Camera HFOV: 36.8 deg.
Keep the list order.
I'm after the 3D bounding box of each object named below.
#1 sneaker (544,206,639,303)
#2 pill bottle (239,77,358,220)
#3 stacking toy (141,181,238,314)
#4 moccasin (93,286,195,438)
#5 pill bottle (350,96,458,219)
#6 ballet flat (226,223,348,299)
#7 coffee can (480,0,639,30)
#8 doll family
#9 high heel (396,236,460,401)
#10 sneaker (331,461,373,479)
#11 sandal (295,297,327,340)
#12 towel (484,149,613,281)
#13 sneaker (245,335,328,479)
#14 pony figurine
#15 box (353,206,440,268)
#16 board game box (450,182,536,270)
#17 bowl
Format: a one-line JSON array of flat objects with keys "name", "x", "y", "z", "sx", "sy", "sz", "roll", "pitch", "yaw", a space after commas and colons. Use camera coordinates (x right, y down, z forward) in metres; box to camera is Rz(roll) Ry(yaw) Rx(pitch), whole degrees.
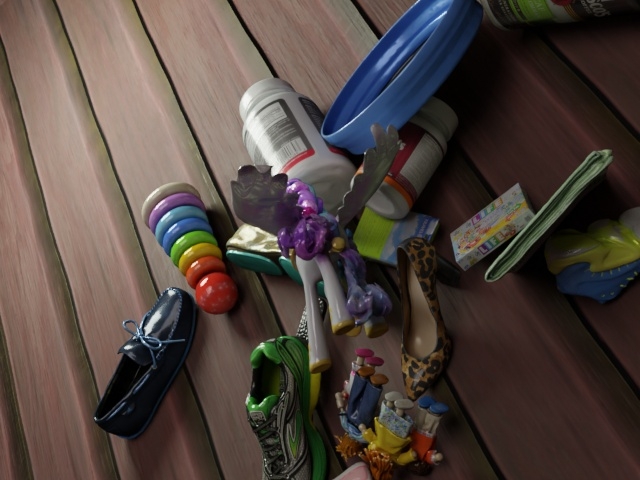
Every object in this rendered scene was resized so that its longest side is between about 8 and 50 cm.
[{"name": "sneaker", "x": 0.470, "y": 0.025, "z": 1.501, "sx": 0.240, "sy": 0.126, "sz": 0.091, "roll": -9, "pitch": 36, "yaw": 6}, {"name": "pill bottle", "x": -0.056, "y": -0.192, "z": 1.973, "sx": 0.176, "sy": 0.176, "sz": 0.318, "roll": -42, "pitch": 48, "yaw": 16}, {"name": "stacking toy", "x": -0.271, "y": 0.025, "z": 2.085, "sx": 0.141, "sy": 0.141, "sz": 0.330, "roll": -44, "pitch": 52, "yaw": 14}, {"name": "moccasin", "x": -0.372, "y": 0.257, "z": 2.056, "sx": 0.137, "sy": 0.117, "sz": 0.342, "roll": 10, "pitch": 76, "yaw": 42}, {"name": "pill bottle", "x": 0.160, "y": -0.157, "z": 1.789, "sx": 0.121, "sy": 0.121, "sz": 0.221, "roll": 15, "pitch": 63, "yaw": 43}, {"name": "ballet flat", "x": -0.049, "y": 0.027, "z": 1.911, "sx": 0.348, "sy": 0.123, "sz": 0.123, "roll": 17, "pitch": 80, "yaw": 43}, {"name": "coffee can", "x": 0.441, "y": -0.482, "z": 1.685, "sx": 0.275, "sy": 0.201, "sz": 0.202, "roll": 2, "pitch": 71, "yaw": 41}, {"name": "doll family", "x": 0.088, "y": 0.309, "z": 1.626, "sx": 0.263, "sy": 0.118, "sz": 0.163, "roll": 35, "pitch": 121, "yaw": 44}, {"name": "high heel", "x": 0.152, "y": 0.130, "z": 1.631, "sx": 0.093, "sy": 0.186, "sz": 0.261, "roll": 5, "pitch": 73, "yaw": 37}, {"name": "sneaker", "x": 0.040, "y": 0.449, "z": 1.662, "sx": 0.134, "sy": 0.051, "sz": 0.070, "roll": -42, "pitch": 43, "yaw": 11}, {"name": "sandal", "x": -0.021, "y": 0.198, "z": 1.847, "sx": 0.067, "sy": 0.040, "sz": 0.179, "roll": 6, "pitch": 69, "yaw": 41}, {"name": "towel", "x": 0.355, "y": -0.034, "z": 1.479, "sx": 0.038, "sy": 0.325, "sz": 0.248, "roll": 43, "pitch": 100, "yaw": 10}, {"name": "sneaker", "x": -0.081, "y": 0.344, "z": 1.732, "sx": 0.134, "sy": 0.146, "sz": 0.344, "roll": -12, "pitch": 77, "yaw": 35}, {"name": "pony figurine", "x": 0.000, "y": 0.000, "z": 1.637, "sx": 0.351, "sy": 0.302, "sz": 0.363, "roll": 114, "pitch": 140, "yaw": -60}, {"name": "box", "x": 0.143, "y": -0.004, "z": 1.806, "sx": 0.178, "sy": 0.042, "sz": 0.109, "roll": 16, "pitch": 80, "yaw": 43}, {"name": "board game box", "x": 0.297, "y": -0.024, "z": 1.668, "sx": 0.154, "sy": 0.026, "sz": 0.103, "roll": -39, "pitch": 21, "yaw": 19}, {"name": "bowl", "x": 0.154, "y": -0.323, "z": 1.812, "sx": 0.391, "sy": 0.077, "sz": 0.391, "roll": -47, "pitch": 15, "yaw": 17}]
